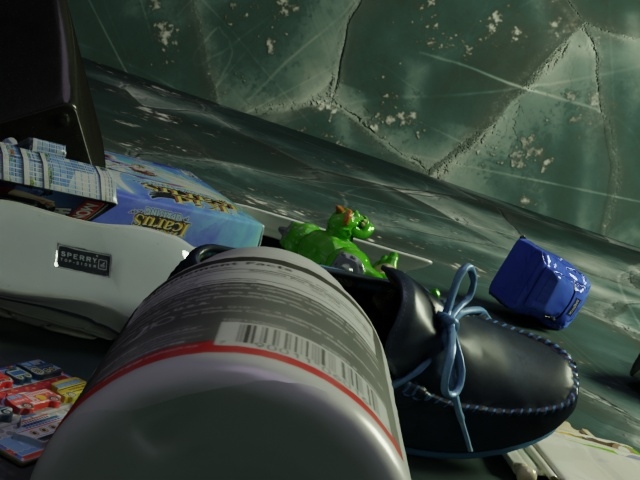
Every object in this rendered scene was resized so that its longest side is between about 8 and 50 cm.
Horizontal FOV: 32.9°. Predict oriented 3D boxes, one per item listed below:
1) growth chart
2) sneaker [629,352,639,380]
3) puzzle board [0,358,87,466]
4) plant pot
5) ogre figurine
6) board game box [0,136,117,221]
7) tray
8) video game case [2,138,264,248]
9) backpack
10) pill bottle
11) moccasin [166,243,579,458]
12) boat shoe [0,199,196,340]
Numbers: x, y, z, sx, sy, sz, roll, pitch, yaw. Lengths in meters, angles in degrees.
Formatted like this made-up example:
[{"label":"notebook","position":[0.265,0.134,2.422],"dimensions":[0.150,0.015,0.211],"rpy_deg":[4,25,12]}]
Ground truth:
[{"label":"growth chart","position":[0.247,0.195,0.915],"dimensions":[0.237,0.021,0.172],"rpy_deg":[18,10,-3]},{"label":"sneaker","position":[0.497,0.163,1.341],"dimensions":[0.297,0.111,0.129],"rpy_deg":[-4,36,-48]},{"label":"puzzle board","position":[-0.183,0.104,0.688],"dimensions":[0.096,0.011,0.128],"rpy_deg":[22,12,21]},{"label":"plant pot","position":[-0.294,-0.102,1.009],"dimensions":[0.187,0.188,0.167],"rpy_deg":[-18,46,-14]},{"label":"ogre figurine","position":[0.032,0.032,1.006],"dimensions":[0.118,0.097,0.197],"rpy_deg":[33,18,-30]},{"label":"board game box","position":[-0.253,-0.032,0.867],"dimensions":[0.194,0.060,0.194],"rpy_deg":[11,-24,-40]},{"label":"tray","position":[0.000,0.000,1.417],"dimensions":[0.270,0.030,0.145],"rpy_deg":[17,0,-11]},{"label":"video game case","position":[-0.234,-0.053,1.269],"dimensions":[0.269,0.061,0.244],"rpy_deg":[12,13,-31]},{"label":"backpack","position":[0.303,0.070,1.453],"dimensions":[0.120,0.098,0.101],"rpy_deg":[26,13,-39]},{"label":"pill bottle","position":[-0.040,0.097,0.554],"dimensions":[0.161,0.161,0.283],"rpy_deg":[17,10,-3]},{"label":"moccasin","position":[0.047,0.084,0.817],"dimensions":[0.341,0.117,0.138],"rpy_deg":[8,43,-15]},{"label":"boat shoe","position":[-0.184,0.030,0.854],"dimensions":[0.258,0.095,0.084],"rpy_deg":[26,-28,-38]}]
